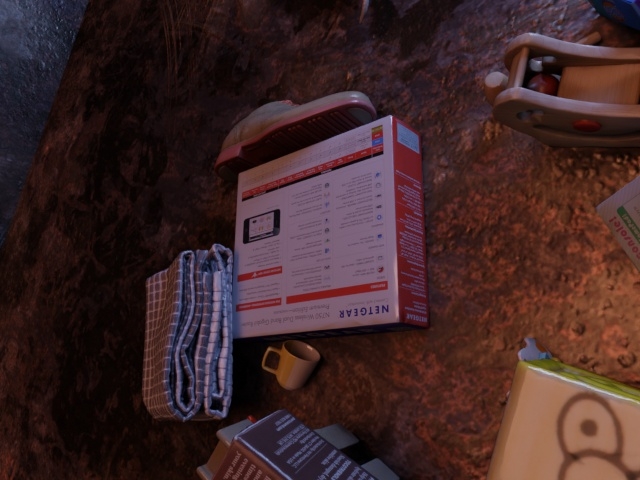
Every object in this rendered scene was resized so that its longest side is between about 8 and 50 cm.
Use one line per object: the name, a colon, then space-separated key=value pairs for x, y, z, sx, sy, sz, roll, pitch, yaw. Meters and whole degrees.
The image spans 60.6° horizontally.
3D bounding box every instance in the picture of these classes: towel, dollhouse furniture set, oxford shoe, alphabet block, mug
towel: x=-0.233 y=0.164 z=0.942 sx=0.235 sy=0.121 sz=0.283 roll=144 pitch=128 yaw=-60
dollhouse furniture set: x=-0.041 y=0.372 z=0.790 sx=0.259 sy=0.135 sz=0.262 roll=34 pitch=101 yaw=31
oxford shoe: x=-0.056 y=-0.205 z=0.958 sx=0.348 sy=0.123 sz=0.130 roll=-12 pitch=61 yaw=36
alphabet block: x=0.255 y=0.227 z=0.478 sx=0.192 sy=0.193 sz=0.197 roll=16 pitch=88 yaw=30
mug: x=-0.046 y=0.197 z=0.866 sx=0.078 sy=0.062 sz=0.064 roll=27 pitch=105 yaw=20

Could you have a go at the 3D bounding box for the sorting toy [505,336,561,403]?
sorting toy: x=0.233 y=0.153 z=0.619 sx=0.045 sy=0.075 sz=0.083 roll=16 pitch=88 yaw=43

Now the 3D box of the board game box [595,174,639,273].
board game box: x=0.414 y=-0.022 z=0.420 sx=0.303 sy=0.098 sz=0.224 roll=-48 pitch=54 yaw=45

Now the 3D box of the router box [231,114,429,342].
router box: x=0.000 y=0.000 z=0.869 sx=0.336 sy=0.082 sz=0.301 roll=-12 pitch=69 yaw=39

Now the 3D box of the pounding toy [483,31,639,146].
pounding toy: x=0.294 y=-0.199 z=0.617 sx=0.270 sy=0.154 sz=0.154 roll=10 pitch=84 yaw=43

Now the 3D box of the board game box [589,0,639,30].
board game box: x=0.375 y=-0.298 z=0.567 sx=0.160 sy=0.047 sz=0.210 roll=-39 pitch=15 yaw=27

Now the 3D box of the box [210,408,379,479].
box: x=0.039 y=0.379 z=0.590 sx=0.381 sy=0.143 sz=0.191 roll=33 pitch=99 yaw=20

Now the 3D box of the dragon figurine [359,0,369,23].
dragon figurine: x=0.071 y=-0.515 z=0.958 sx=0.085 sy=0.144 sz=0.289 roll=-27 pitch=80 yaw=31
